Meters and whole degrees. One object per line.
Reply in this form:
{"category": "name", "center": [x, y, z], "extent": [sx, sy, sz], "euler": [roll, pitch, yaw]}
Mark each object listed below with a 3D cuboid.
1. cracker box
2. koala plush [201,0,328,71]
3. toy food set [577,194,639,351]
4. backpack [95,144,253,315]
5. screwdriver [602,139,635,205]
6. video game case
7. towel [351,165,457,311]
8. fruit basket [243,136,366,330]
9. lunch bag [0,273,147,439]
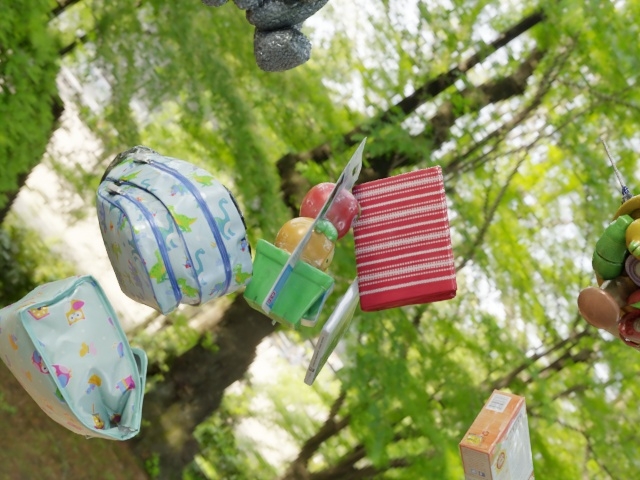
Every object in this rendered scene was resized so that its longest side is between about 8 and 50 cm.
{"category": "cracker box", "center": [0.336, 0.421, 1.764], "extent": [0.067, 0.156, 0.232], "euler": [11, -51, 34]}
{"category": "koala plush", "center": [-0.018, -0.368, 1.234], "extent": [0.196, 0.203, 0.221], "euler": [45, -32, -25]}
{"category": "toy food set", "center": [0.331, 0.054, 0.985], "extent": [0.128, 0.071, 0.217], "euler": [41, -37, 29]}
{"category": "backpack", "center": [-0.258, -0.006, 1.623], "extent": [0.356, 0.273, 0.290], "euler": [10, -64, 43]}
{"category": "screwdriver", "center": [0.449, -0.090, 1.385], "extent": [0.024, 0.025, 0.169], "euler": [85, 1, -52]}
{"category": "video game case", "center": [0.030, 0.175, 1.867], "extent": [0.022, 0.190, 0.173], "euler": [26, -47, 10]}
{"category": "towel", "center": [0.161, -0.001, 1.830], "extent": [0.031, 0.199, 0.274], "euler": [41, 41, -59]}
{"category": "fruit basket", "center": [0.000, 0.000, 1.752], "extent": [0.165, 0.353, 0.327], "euler": [35, -9, 5]}
{"category": "lunch bag", "center": [-0.387, 0.198, 1.472], "extent": [0.223, 0.160, 0.262], "euler": [-14, -73, 55]}
